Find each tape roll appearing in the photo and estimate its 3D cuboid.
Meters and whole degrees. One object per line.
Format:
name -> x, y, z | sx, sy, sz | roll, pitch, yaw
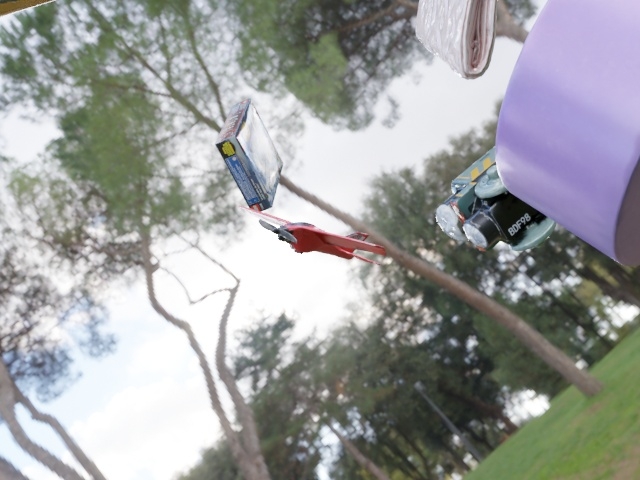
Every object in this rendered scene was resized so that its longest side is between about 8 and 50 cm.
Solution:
tape roll -> 0.187, -0.085, 0.461 | 0.189, 0.080, 0.189 | -33, -36, -28

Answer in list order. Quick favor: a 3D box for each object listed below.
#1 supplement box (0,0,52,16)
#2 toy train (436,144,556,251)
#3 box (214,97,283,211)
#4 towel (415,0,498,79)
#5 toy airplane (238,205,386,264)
supplement box -> -0.260, -0.277, 0.804 | 0.233, 0.080, 0.078 | -26, -2, -18
toy train -> 0.325, -0.107, 1.284 | 0.334, 0.142, 0.190 | -41, 17, -13
box -> -0.080, -0.100, 0.981 | 0.027, 0.094, 0.137 | -21, 23, 13
towel -> 0.196, -0.399, 1.134 | 0.332, 0.053, 0.317 | -96, 13, -69
toy airplane -> 0.000, 0.000, 0.743 | 0.151, 0.151, 0.028 | 7, -82, -64
